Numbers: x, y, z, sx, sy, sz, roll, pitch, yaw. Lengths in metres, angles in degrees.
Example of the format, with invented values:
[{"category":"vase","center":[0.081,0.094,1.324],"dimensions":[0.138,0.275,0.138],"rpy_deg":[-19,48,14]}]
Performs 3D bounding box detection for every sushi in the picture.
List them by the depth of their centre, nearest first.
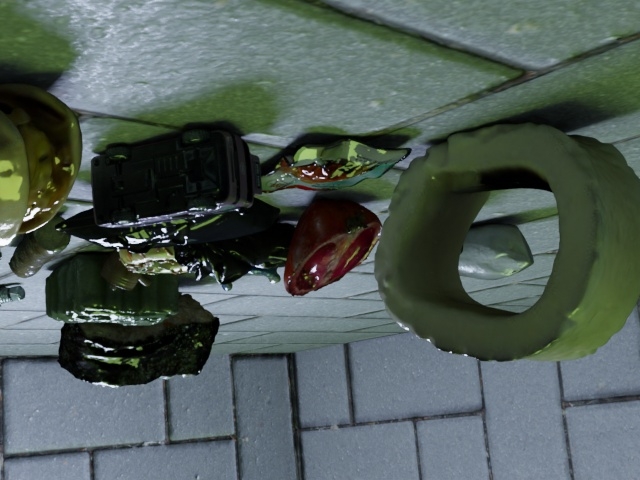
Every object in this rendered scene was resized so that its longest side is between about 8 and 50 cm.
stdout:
[{"category":"sushi","center":[-0.385,0.200,2.092],"dimensions":[0.350,0.171,0.211],"rpy_deg":[1,-161,-37]}]

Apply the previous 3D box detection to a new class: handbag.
[{"category":"handbag","center":[-0.209,-0.030,1.363],"dimensions":[0.254,0.089,0.211],"rpy_deg":[-9,174,17]}]

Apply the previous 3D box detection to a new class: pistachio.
[{"category":"pistachio","center":[-0.324,-0.076,0.969],"dimensions":[0.157,0.157,0.229],"rpy_deg":[5,159,-42]}]

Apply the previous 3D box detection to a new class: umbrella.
[{"category":"umbrella","center":[-0.089,0.013,1.604],"dimensions":[0.118,0.118,0.340],"rpy_deg":[-15,169,42]},{"category":"umbrella","center":[-0.700,0.125,2.024],"dimensions":[0.188,0.050,0.046],"rpy_deg":[-7,136,12]}]

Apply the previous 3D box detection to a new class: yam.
[{"category":"yam","center":[-0.449,0.015,1.556],"dimensions":[0.061,0.061,0.274],"rpy_deg":[0,169,-25]}]

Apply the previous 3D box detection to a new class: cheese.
[{"category":"cheese","center":[0.233,0.004,1.246],"dimensions":[0.332,0.292,0.153],"rpy_deg":[1,176,42]}]

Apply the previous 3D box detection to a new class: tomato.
[{"category":"tomato","center":[0.000,0.000,1.527],"dimensions":[0.189,0.099,0.173],"rpy_deg":[-16,152,-41]}]

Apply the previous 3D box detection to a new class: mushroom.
[{"category":"mushroom","center":[0.260,0.025,1.826],"dimensions":[0.270,0.103,0.118],"rpy_deg":[-3,170,20]}]

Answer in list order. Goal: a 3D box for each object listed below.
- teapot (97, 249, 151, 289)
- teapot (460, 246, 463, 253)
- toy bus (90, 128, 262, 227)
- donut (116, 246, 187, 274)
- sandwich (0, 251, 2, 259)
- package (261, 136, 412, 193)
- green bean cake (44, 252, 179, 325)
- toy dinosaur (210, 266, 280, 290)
[{"category":"teapot","center":[-0.340,0.050,1.735],"dimensions":[0.085,0.080,0.110],"rpy_deg":[35,-171,32]},{"category":"teapot","center":[0.175,-0.010,1.648],"dimensions":[0.096,0.087,0.177],"rpy_deg":[2,168,-9]},{"category":"toy bus","center":[-0.171,-0.068,1.164],"dimensions":[0.198,0.096,0.108],"rpy_deg":[-8,173,27]},{"category":"donut","center":[-0.253,0.016,1.628],"dimensions":[0.174,0.068,0.174],"rpy_deg":[-4,170,-1]},{"category":"sandwich","center":[-0.580,0.023,1.629],"dimensions":[0.101,0.026,0.069],"rpy_deg":[-11,164,14]},{"category":"package","center":[0.005,-0.089,1.287],"dimensions":[0.166,0.040,0.232],"rpy_deg":[0,169,-25]},{"category":"green bean cake","center":[-0.394,0.099,1.865],"dimensions":[0.222,0.125,0.227],"rpy_deg":[3,171,-32]},{"category":"toy dinosaur","center":[-0.154,0.034,1.777],"dimensions":[0.247,0.075,0.188],"rpy_deg":[-3,163,24]}]
